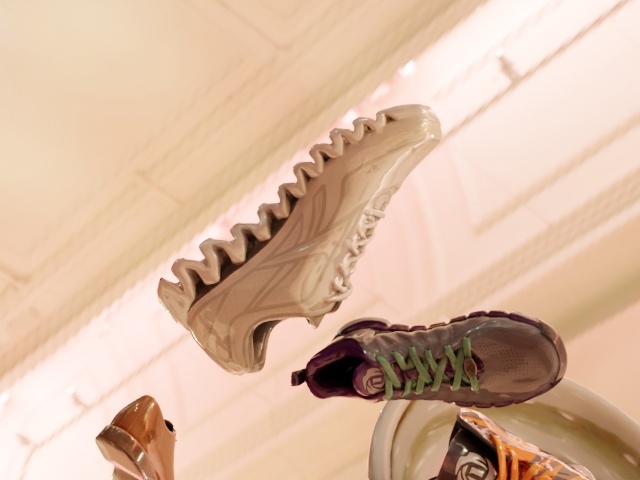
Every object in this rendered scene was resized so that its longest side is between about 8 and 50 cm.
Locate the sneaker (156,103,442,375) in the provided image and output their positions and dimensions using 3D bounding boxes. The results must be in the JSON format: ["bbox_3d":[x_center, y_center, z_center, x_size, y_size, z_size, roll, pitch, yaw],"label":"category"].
[{"bbox_3d":[0.000,0.000,1.185,0.292,0.118,0.110,-41,161,11],"label":"sneaker"}]

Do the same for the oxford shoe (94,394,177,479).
[{"bbox_3d":[-0.170,0.227,1.410,0.076,0.076,0.212,-54,162,-28],"label":"oxford shoe"}]

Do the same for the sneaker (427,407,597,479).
[{"bbox_3d":[0.186,0.240,1.174,0.124,0.180,0.321,-64,-162,-4],"label":"sneaker"}]

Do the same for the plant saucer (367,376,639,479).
[{"bbox_3d":[0.217,0.296,1.374,0.400,0.400,0.100,-84,-162,-50],"label":"plant saucer"}]

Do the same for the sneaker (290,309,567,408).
[{"bbox_3d":[0.086,0.110,1.119,0.224,0.083,0.098,-6,-167,37],"label":"sneaker"}]
